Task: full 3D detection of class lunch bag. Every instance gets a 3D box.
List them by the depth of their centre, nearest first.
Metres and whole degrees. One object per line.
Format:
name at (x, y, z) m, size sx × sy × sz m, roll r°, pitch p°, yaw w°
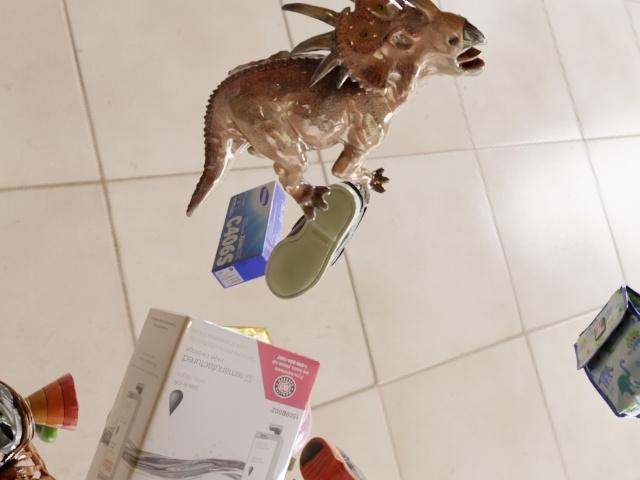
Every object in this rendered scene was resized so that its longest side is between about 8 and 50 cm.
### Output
lunch bag at (0.434, 0.154, 0.945) m, size 0.096 × 0.129 × 0.151 m, roll 13°, pitch 31°, yaw -23°

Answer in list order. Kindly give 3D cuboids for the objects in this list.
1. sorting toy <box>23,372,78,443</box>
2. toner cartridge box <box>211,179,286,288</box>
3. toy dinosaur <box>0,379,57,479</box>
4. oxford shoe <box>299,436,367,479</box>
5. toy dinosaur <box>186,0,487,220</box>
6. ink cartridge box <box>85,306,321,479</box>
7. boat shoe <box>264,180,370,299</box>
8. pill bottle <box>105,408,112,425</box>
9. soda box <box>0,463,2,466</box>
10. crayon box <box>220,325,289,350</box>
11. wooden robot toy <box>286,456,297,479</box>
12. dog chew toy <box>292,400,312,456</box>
sorting toy at (-0.640, 0.385, 1.463) m, size 0.126 × 0.365 × 0.127 m, roll -1°, pitch 70°, yaw -38°
toner cartridge box at (-0.201, -0.025, 1.943) m, size 0.348 × 0.165 × 0.075 m, roll -86°, pitch 152°, yaw -50°
toy dinosaur at (-0.254, 0.120, 0.438) m, size 0.322 × 0.218 × 0.164 m, roll 20°, pitch 78°, yaw 8°
oxford shoe at (0.060, 0.424, 1.075) m, size 0.098 × 0.271 × 0.097 m, roll 33°, pitch 101°, yaw -33°
toy dinosaur at (-0.012, -0.125, 0.579) m, size 0.200 × 0.296 × 0.127 m, roll 49°, pitch 26°, yaw -60°
ink cartridge box at (-0.146, 0.248, 0.816) m, size 0.207 × 0.117 × 0.283 m, roll 26°, pitch 76°, yaw -33°
boat shoe at (-0.003, -0.003, 1.442) m, size 0.127 × 0.340 × 0.113 m, roll 41°, pitch 36°, yaw 14°
pill bottle at (-0.368, 0.412, 1.516) m, size 0.119 × 0.208 × 0.119 m, roll -10°, pitch 90°, yaw -72°
soda box at (-0.631, 0.565, 1.396) m, size 0.071 × 0.210 × 0.067 m, roll -43°, pitch 147°, yaw -20°
crayon box at (-0.270, 0.318, 1.802) m, size 0.323 × 0.203 × 0.083 m, roll 11°, pitch 42°, yaw -46°
wooden robot toy at (-0.097, 0.522, 1.353) m, size 0.076 × 0.079 × 0.173 m, roll 14°, pitch 63°, yaw -17°
dog chew toy at (-0.115, 0.394, 1.608) m, size 0.207 × 0.332 × 0.206 m, roll 4°, pitch 49°, yaw -4°
